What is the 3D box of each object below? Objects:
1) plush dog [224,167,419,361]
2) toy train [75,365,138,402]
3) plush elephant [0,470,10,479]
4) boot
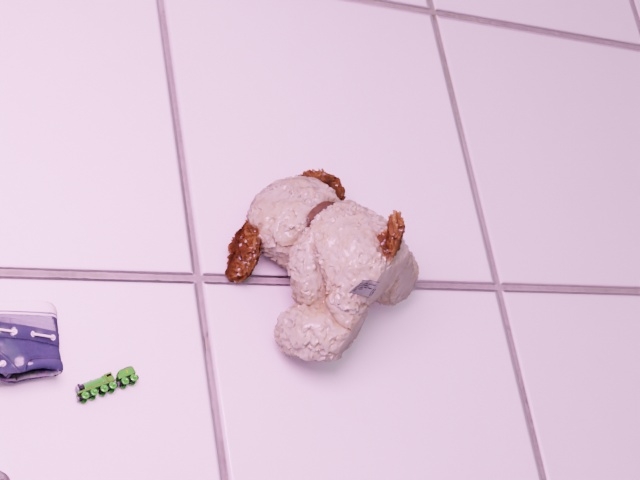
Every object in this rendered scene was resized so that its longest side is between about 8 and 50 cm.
[{"bbox_3d":[0.000,0.000,1.536,0.225,0.211,0.262,33,47,21],"label":"plush dog"},{"bbox_3d":[-0.258,0.172,1.383,0.083,0.017,0.024,-17,66,-36],"label":"toy train"},{"bbox_3d":[-0.453,0.211,1.094,0.272,0.255,0.330,41,52,-6],"label":"plush elephant"},{"bbox_3d":[-0.383,0.117,1.302,0.190,0.069,0.086,-1,64,-33],"label":"boot"}]
